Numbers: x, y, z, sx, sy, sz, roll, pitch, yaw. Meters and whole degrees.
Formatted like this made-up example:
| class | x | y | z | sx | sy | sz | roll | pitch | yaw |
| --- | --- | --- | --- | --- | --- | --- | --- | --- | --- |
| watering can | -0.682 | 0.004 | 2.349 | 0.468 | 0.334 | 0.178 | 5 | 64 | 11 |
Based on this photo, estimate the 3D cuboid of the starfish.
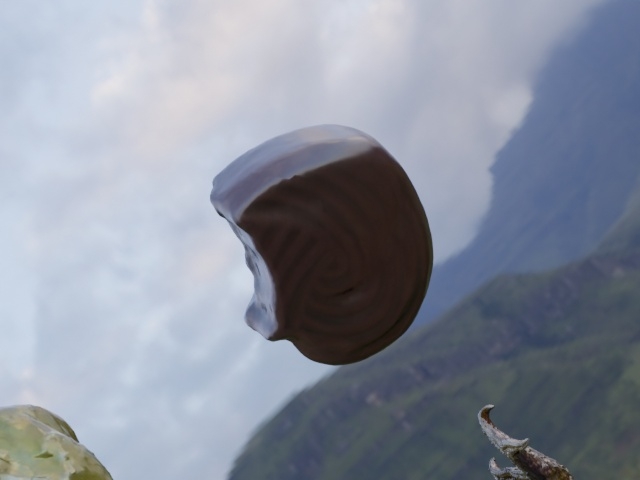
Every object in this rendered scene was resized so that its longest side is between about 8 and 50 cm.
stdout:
| class | x | y | z | sx | sy | sz | roll | pitch | yaw |
| --- | --- | --- | --- | --- | --- | --- | --- | --- | --- |
| starfish | 0.254 | 0.268 | 1.681 | 0.057 | 0.238 | 0.213 | -49 | -56 | -9 |

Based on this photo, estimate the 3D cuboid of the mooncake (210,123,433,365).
| class | x | y | z | sx | sy | sz | roll | pitch | yaw |
| --- | --- | --- | --- | --- | --- | --- | --- | --- | --- |
| mooncake | 0.000 | 0.000 | 2.143 | 0.333 | 0.174 | 0.326 | 14 | -77 | -21 |

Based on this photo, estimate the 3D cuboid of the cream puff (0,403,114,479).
| class | x | y | z | sx | sy | sz | roll | pitch | yaw |
| --- | --- | --- | --- | --- | --- | --- | --- | --- | --- |
| cream puff | -0.287 | 0.279 | 1.281 | 0.378 | 0.378 | 0.275 | -52 | 8 | 23 |
